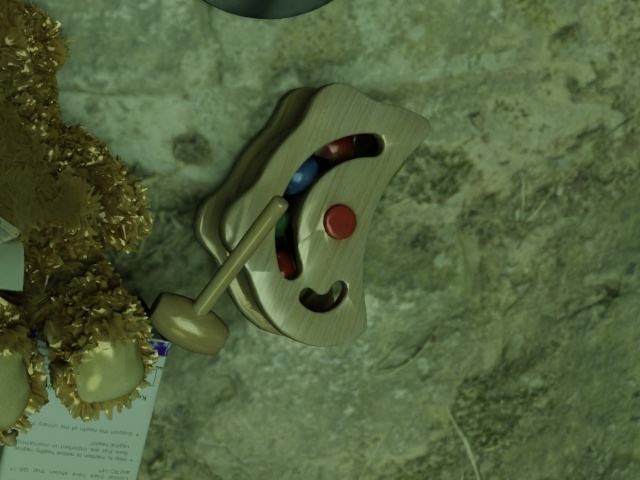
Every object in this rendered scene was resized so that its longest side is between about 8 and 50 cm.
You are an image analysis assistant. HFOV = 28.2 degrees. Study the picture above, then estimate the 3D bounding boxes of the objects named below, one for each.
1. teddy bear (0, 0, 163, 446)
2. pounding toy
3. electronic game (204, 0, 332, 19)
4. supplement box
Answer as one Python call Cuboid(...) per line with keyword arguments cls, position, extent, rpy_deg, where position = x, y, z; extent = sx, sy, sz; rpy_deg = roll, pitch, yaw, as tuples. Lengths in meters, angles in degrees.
Cuboid(cls="teddy bear", position=(-0.233, -0.018, 0.913), extent=(0.245, 0.113, 0.338), rpy_deg=(-31, 87, -30))
Cuboid(cls="pounding toy", position=(0.000, 0.000, 1.007), extent=(0.154, 0.155, 0.269), rpy_deg=(40, 77, -21))
Cuboid(cls="electronic game", position=(-0.036, -0.287, 0.990), extent=(0.229, 0.048, 0.229), rpy_deg=(-10, 112, -25))
Cuboid(cls="supplement box", position=(-0.207, 0.159, 1.026), extent=(0.114, 0.111, 0.220), rpy_deg=(9, 102, -22))
